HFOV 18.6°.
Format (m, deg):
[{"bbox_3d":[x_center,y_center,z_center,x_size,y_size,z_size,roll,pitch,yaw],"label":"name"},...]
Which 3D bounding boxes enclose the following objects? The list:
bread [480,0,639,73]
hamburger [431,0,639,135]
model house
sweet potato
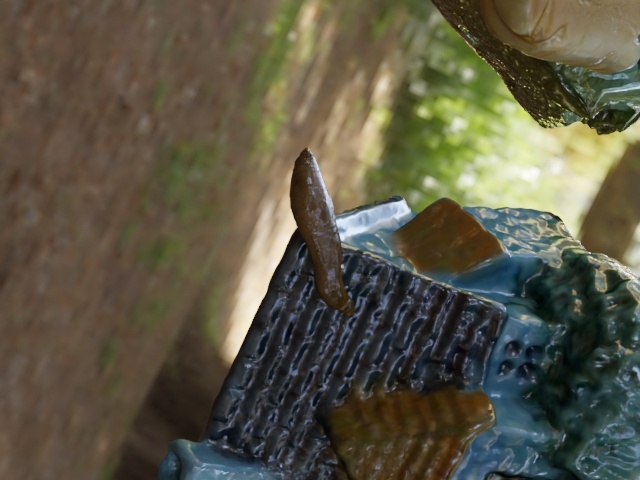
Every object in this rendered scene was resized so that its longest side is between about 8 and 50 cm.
[{"bbox_3d":[0.189,-0.193,1.473,0.177,0.084,0.119,5,106,-47],"label":"bread"},{"bbox_3d":[0.223,-0.203,1.683,0.167,0.288,0.192,-45,-168,-5],"label":"hamburger"},{"bbox_3d":[0.044,0.102,1.227,0.226,0.241,0.261,48,-59,49],"label":"model house"},{"bbox_3d":[0.000,0.000,1.137,0.026,0.026,0.115,-56,140,-54],"label":"sweet potato"}]
